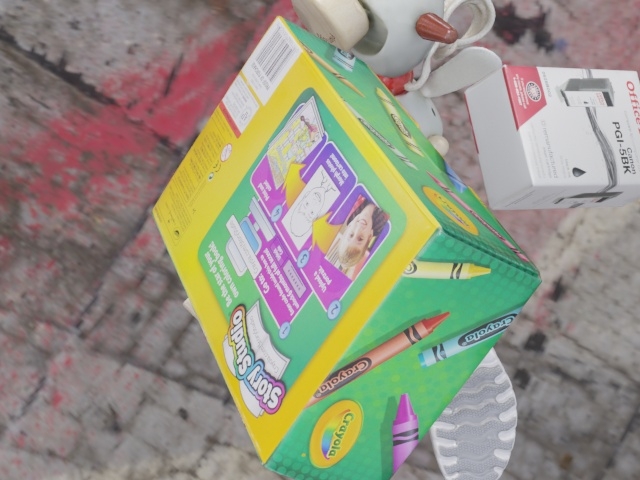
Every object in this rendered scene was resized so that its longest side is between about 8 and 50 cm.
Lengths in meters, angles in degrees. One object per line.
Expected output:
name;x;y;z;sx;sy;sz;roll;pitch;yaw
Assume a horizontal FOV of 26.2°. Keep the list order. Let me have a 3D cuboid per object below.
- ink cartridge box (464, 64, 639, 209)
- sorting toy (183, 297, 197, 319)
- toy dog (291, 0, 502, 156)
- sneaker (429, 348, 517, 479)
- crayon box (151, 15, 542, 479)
ink cartridge box;0.187;-0.078;1.050;0.135;0.056;0.099;-3;74;-31
sorting toy;-0.100;0.050;1.307;0.062;0.012;0.083;-44;108;-1
toy dog;0.106;-0.186;1.443;0.220;0.161;0.334;-50;147;7
sneaker;0.164;0.164;1.648;0.105;0.115;0.281;-3;75;-11
crayon box;0.000;0.000;0.829;0.081;0.278;0.165;24;110;-33
